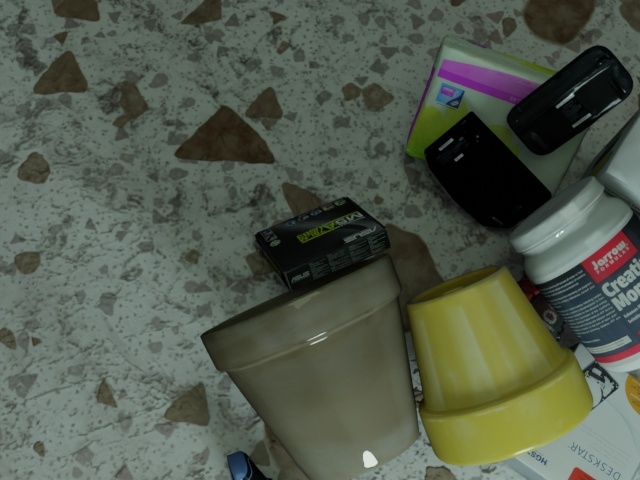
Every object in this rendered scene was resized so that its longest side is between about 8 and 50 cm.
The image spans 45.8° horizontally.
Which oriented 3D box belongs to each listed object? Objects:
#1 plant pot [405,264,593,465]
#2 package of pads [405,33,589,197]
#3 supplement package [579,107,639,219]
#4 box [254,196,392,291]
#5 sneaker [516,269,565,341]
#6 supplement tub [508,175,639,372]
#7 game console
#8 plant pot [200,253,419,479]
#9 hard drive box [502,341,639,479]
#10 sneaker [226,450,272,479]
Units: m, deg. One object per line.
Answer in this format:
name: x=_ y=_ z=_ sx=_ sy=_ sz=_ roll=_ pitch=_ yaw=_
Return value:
plant pot: x=0.248 y=0.176 z=1.154 sx=0.254 sy=0.254 sz=0.239 roll=-23 pitch=90 yaw=-11
package of pads: x=0.324 y=-0.212 z=1.377 sx=0.297 sy=0.229 sz=0.101 roll=20 pitch=33 yaw=4
supplement package: x=0.570 y=-0.083 z=1.322 sx=0.198 sy=0.262 sz=0.199 roll=34 pitch=71 yaw=8
box: x=0.000 y=0.000 z=1.312 sx=0.191 sy=0.184 sz=0.045 roll=-23 pitch=115 yaw=-10
sneaker: x=0.392 y=0.115 z=1.332 sx=0.276 sy=0.097 sz=0.135 roll=-24 pitch=90 yaw=-22
supplement tub: x=0.450 y=0.054 z=1.205 sx=0.191 sy=0.191 sz=0.272 roll=-39 pitch=89 yaw=-15
game console: x=0.369 y=-0.175 z=1.304 sx=0.213 sy=0.361 sz=0.044 roll=42 pitch=31 yaw=-15
plant pot: x=0.014 y=0.208 z=1.186 sx=0.323 sy=0.323 sz=0.280 roll=-24 pitch=91 yaw=-12
hard drive box: x=0.442 y=0.319 z=1.263 sx=0.181 sy=0.089 sz=0.232 roll=33 pitch=72 yaw=9
sneaker: x=-0.065 y=0.429 z=1.199 sx=0.090 sy=0.081 sz=0.232 roll=-26 pitch=81 yaw=-15
